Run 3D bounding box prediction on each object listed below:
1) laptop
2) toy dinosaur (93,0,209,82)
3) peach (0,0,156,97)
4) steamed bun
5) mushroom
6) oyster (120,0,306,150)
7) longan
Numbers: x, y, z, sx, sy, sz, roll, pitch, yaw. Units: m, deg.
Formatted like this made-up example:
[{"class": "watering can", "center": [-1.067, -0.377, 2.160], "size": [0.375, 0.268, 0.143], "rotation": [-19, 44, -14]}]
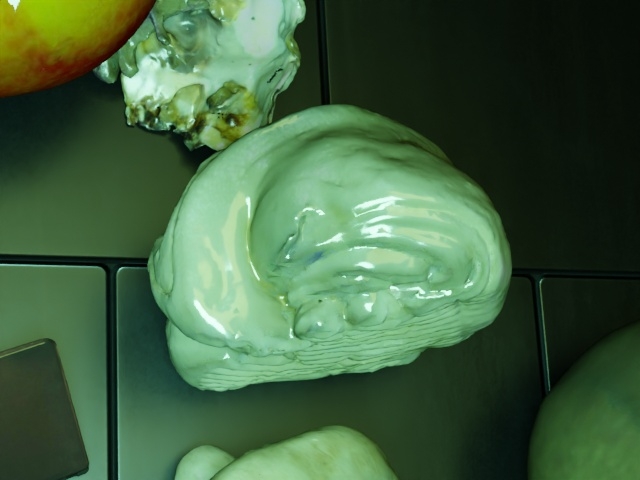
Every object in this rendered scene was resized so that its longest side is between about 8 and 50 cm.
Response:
[{"class": "laptop", "center": [-0.336, 0.190, 1.194], "size": [0.207, 0.026, 0.154], "rotation": [-19, 106, -22]}, {"class": "toy dinosaur", "center": [-0.190, -0.304, 1.334], "size": [0.072, 0.200, 0.251], "rotation": [-9, 85, -64]}, {"class": "peach", "center": [-0.330, -0.314, 1.186], "size": [0.388, 0.388, 0.388], "rotation": [5, 74, -18]}, {"class": "steamed bun", "center": [0.000, 0.000, 1.213], "size": [0.339, 0.352, 0.247], "rotation": [-12, 77, 0]}, {"class": "mushroom", "center": [-0.048, 0.276, 1.207], "size": [0.254, 0.260, 0.234], "rotation": [-43, 55, -15]}, {"class": "oyster", "center": [-0.112, -0.254, 1.389], "size": [0.201, 0.107, 0.354], "rotation": [-2, 81, 14]}, {"class": "longan", "center": [0.399, 0.254, 1.306], "size": [0.361, 0.361, 0.361], "rotation": [5, 74, -18]}]
